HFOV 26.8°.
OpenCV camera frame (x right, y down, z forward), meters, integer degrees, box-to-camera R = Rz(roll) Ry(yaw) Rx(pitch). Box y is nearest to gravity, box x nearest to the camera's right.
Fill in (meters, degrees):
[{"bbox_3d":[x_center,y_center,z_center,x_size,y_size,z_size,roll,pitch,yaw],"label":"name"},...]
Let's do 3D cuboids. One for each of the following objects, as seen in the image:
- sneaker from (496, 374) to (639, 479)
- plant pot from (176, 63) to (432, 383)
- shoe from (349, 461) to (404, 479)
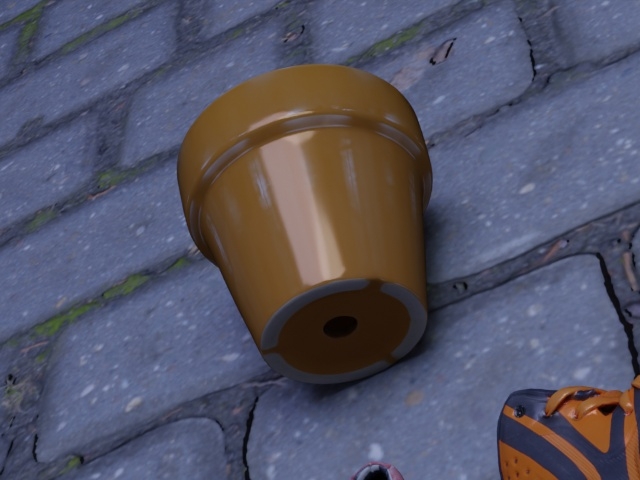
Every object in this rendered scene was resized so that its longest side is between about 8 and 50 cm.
[{"bbox_3d":[0.194,0.078,0.745,0.180,0.124,0.321,18,82,54],"label":"sneaker"},{"bbox_3d":[0.000,0.000,1.050,0.205,0.205,0.188,-26,48,13],"label":"plant pot"},{"bbox_3d":[0.029,0.223,0.814,0.063,0.081,0.178,-12,38,31],"label":"shoe"}]
